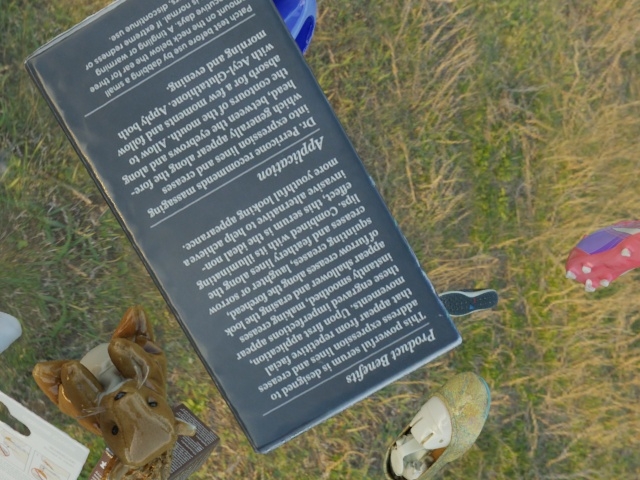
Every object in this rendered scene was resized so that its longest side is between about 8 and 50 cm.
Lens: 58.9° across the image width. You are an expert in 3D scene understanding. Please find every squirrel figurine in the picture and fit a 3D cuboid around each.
[{"bbox_3d":[-0.408,0.401,1.259,0.280,0.370,0.397,-27,117,-30],"label":"squirrel figurine"}]

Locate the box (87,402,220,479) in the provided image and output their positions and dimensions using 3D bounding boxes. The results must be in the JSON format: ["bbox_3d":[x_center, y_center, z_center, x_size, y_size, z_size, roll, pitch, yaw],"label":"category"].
[{"bbox_3d":[-0.497,0.672,1.752,0.191,0.381,0.143,38,104,14],"label":"box"}]

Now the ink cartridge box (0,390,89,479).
[{"bbox_3d":[-0.527,0.343,0.947,0.308,0.385,0.091,32,32,2],"label":"ink cartridge box"}]

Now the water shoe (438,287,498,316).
[{"bbox_3d":[0.413,0.177,1.646,0.202,0.080,0.073,-1,93,-13],"label":"water shoe"}]

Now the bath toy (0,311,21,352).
[{"bbox_3d":[-0.789,0.147,1.203,0.348,0.151,0.129,72,22,-46],"label":"bath toy"}]

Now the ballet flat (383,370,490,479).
[{"bbox_3d":[0.212,0.383,1.105,0.123,0.349,0.123,11,43,-10],"label":"ballet flat"}]

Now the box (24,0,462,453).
[{"bbox_3d":[-0.060,-0.042,0.611,0.211,0.293,0.396,-29,95,3],"label":"box"}]

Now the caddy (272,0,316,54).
[{"bbox_3d":[-0.154,-0.380,1.114,0.179,0.241,0.341,42,87,19],"label":"caddy"}]

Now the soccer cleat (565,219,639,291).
[{"bbox_3d":[0.433,-0.001,0.765,0.083,0.248,0.095,32,65,-7],"label":"soccer cleat"}]
